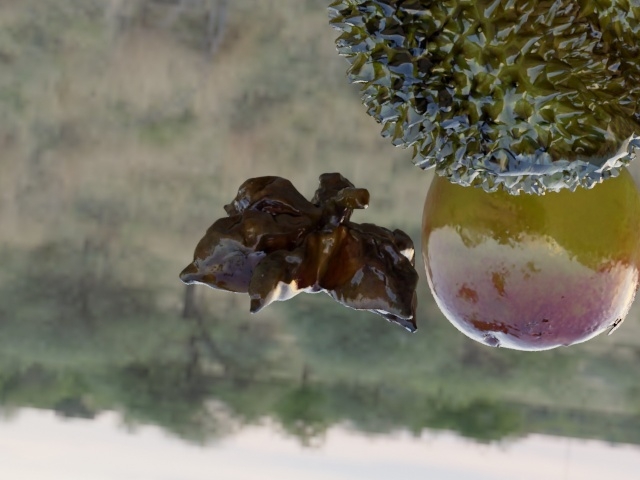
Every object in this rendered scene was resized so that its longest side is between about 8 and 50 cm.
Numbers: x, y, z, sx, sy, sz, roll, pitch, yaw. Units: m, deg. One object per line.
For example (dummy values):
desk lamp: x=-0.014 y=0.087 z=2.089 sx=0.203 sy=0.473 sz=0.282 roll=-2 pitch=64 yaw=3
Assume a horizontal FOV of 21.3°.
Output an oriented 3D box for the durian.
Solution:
durian: x=0.125 y=-0.167 z=1.225 sx=0.293 sy=0.258 sz=0.258 roll=40 pitch=165 yaw=-15

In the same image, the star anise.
star anise: x=0.002 y=0.003 z=1.346 sx=0.212 sy=0.111 sz=0.196 roll=11 pitch=-173 yaw=24

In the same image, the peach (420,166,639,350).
peach: x=0.212 y=0.000 z=1.683 sx=0.231 sy=0.231 sz=0.231 roll=6 pitch=175 yaw=0
